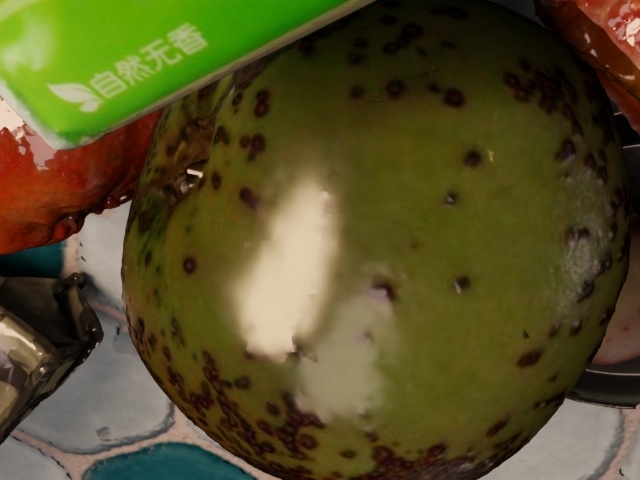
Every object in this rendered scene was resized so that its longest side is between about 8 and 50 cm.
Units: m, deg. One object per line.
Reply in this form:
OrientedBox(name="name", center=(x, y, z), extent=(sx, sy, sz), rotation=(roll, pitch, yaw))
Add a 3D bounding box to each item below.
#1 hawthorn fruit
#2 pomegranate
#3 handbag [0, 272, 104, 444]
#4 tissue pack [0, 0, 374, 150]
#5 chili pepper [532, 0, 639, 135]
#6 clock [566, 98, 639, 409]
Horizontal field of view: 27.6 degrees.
OrientedBox(name="hawthorn fruit", center=(-0.182, -0.097, 0.763), extent=(0.185, 0.185, 0.202), rotation=(-26, 101, 25))
OrientedBox(name="pomegranate", center=(0.069, 0.008, 0.714), extent=(0.341, 0.285, 0.285), rotation=(14, 132, -30))
OrientedBox(name="handbag", center=(-0.381, 0.087, 0.949), extent=(0.325, 0.162, 0.327), rotation=(33, 120, -21))
OrientedBox(name="tissue pack", center=(0.038, -0.261, 0.475), extent=(0.405, 0.331, 0.205), rotation=(-22, 124, 30))
OrientedBox(name="chili pepper", center=(0.253, -0.138, 0.608), extent=(0.251, 0.229, 0.305), rotation=(26, 115, -33))
OrientedBox(name="clock", center=(0.216, -0.001, 0.861), extent=(0.281, 0.055, 0.280), rotation=(4, 130, 4))
